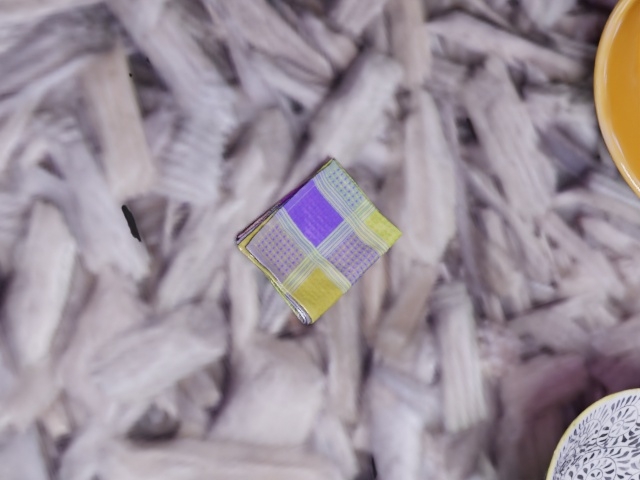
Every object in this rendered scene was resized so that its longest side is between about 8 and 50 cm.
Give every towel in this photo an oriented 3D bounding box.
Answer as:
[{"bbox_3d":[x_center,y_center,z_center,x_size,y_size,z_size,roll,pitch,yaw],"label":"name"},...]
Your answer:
[{"bbox_3d":[0.000,0.000,0.950,0.060,0.009,0.083,50,59,-2],"label":"towel"}]

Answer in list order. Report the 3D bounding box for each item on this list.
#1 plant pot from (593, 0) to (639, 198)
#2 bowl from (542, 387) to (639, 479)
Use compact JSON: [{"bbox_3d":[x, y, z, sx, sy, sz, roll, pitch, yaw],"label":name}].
[{"bbox_3d":[0.288,-0.114,1.035,0.205,0.205,0.188,49,44,-4],"label":"plant pot"},{"bbox_3d":[0.164,0.169,0.926,0.170,0.080,0.170,13,59,-24],"label":"bowl"}]
